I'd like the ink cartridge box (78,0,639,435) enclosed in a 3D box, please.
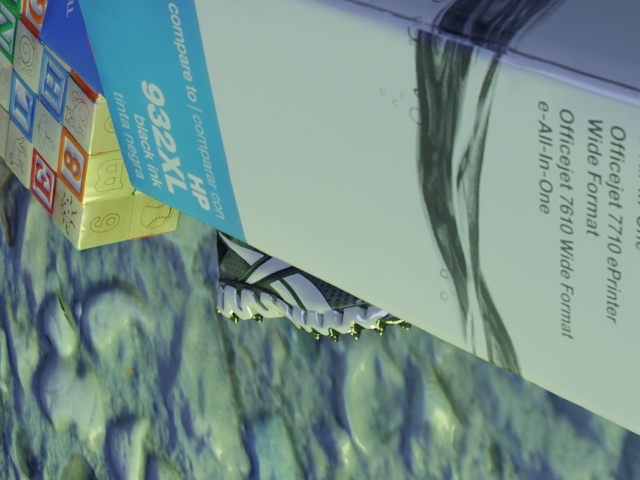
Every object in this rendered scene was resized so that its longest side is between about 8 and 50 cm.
[{"bbox_3d":[0.101,-0.071,0.444,0.307,0.223,0.129,25,138,36],"label":"ink cartridge box"}]

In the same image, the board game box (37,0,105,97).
[{"bbox_3d":[-0.030,-0.225,0.663,0.233,0.078,0.347,41,117,49],"label":"board game box"}]

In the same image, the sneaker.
[{"bbox_3d":[0.000,0.000,0.783,0.234,0.078,0.106,1,104,56],"label":"sneaker"}]

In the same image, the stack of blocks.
[{"bbox_3d":[-0.162,-0.165,0.942,0.171,0.087,0.297,45,134,36],"label":"stack of blocks"}]
